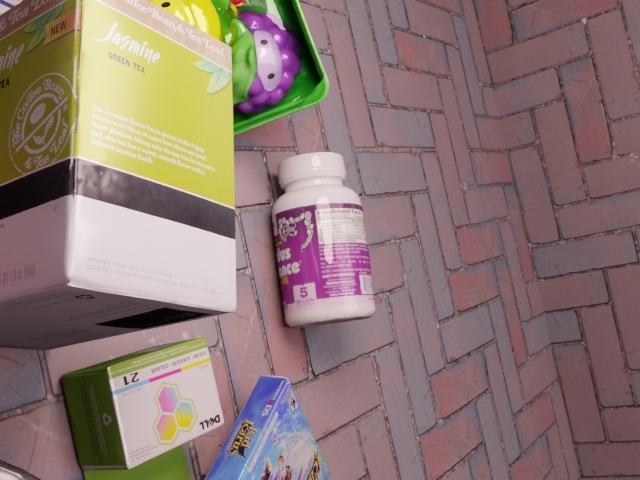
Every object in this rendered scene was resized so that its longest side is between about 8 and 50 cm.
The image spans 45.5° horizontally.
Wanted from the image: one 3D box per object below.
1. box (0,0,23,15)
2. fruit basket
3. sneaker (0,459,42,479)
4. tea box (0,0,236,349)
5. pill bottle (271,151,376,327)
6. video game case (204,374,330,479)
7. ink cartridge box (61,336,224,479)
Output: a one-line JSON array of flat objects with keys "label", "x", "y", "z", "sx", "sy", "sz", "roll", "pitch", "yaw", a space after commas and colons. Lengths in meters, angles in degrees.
[{"label": "box", "x": -0.377, "y": -0.297, "z": 0.899, "sx": 0.136, "sy": 0.225, "sz": 0.036, "roll": 19, "pitch": 40, "yaw": -52}, {"label": "fruit basket", "x": -0.174, "y": -0.346, "z": 1.198, "sx": 0.392, "sy": 0.283, "sz": 0.391, "roll": -18, "pitch": 90, "yaw": -74}, {"label": "sneaker", "x": -0.316, "y": 0.431, "z": 0.775, "sx": 0.447, "sy": 0.169, "sz": 0.257, "roll": 61, "pitch": 35, "yaw": -26}, {"label": "tea box", "x": -0.285, "y": -0.063, "z": 0.850, "sx": 0.220, "sy": 0.329, "sz": 0.323, "roll": 19, "pitch": 62, "yaw": -51}, {"label": "pill bottle", "x": 0.000, "y": 0.000, "z": 1.386, "sx": 0.169, "sy": 0.169, "sz": 0.301, "roll": 6, "pitch": 74, "yaw": -55}, {"label": "video game case", "x": -0.083, "y": 0.391, "z": 1.177, "sx": 0.269, "sy": 0.061, "sz": 0.244, "roll": -61, "pitch": 143, "yaw": -45}, {"label": "ink cartridge box", "x": -0.221, "y": 0.278, "z": 1.032, "sx": 0.189, "sy": 0.097, "sz": 0.255, "roll": -12, "pitch": 88, "yaw": -57}]
